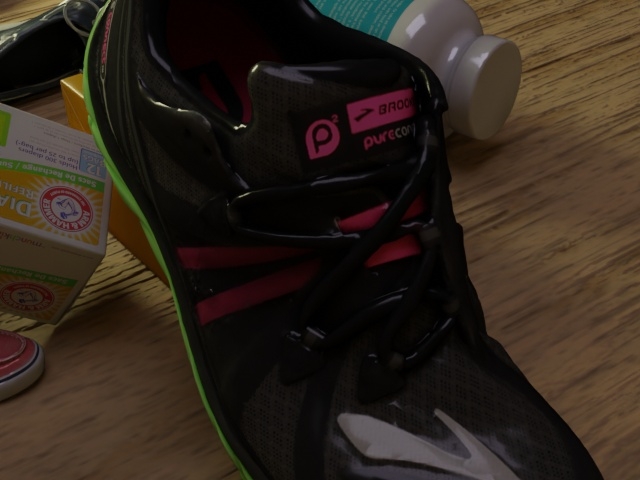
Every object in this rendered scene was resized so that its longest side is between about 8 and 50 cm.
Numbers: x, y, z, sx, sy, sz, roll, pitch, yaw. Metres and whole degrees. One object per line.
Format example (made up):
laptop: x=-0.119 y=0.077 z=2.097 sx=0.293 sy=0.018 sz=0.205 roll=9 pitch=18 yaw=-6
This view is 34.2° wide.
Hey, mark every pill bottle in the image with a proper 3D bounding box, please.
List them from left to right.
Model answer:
pill bottle: x=0.053 y=-0.175 z=0.989 sx=0.264 sy=0.146 sz=0.146 roll=22 pitch=42 yaw=32

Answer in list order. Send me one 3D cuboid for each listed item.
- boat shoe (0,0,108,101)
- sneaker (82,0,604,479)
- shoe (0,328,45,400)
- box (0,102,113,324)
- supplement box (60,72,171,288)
boat shoe: x=-0.267 y=-0.216 z=1.116 sx=0.254 sy=0.095 sz=0.079 roll=-24 pitch=39 yaw=-26
sneaker: x=0.000 y=0.000 z=0.604 sx=0.185 sy=0.202 sz=0.483 roll=-27 pitch=71 yaw=-28
shoe: x=-0.286 y=0.069 z=0.718 sx=0.178 sy=0.081 sz=0.063 roll=-4 pitch=35 yaw=-1
box: x=-0.261 y=-0.032 z=0.748 sx=0.203 sy=0.103 sz=0.114 roll=18 pitch=47 yaw=-26
supplement box: x=-0.078 y=-0.074 z=0.867 sx=0.194 sy=0.129 sz=0.191 roll=-25 pitch=41 yaw=-28
